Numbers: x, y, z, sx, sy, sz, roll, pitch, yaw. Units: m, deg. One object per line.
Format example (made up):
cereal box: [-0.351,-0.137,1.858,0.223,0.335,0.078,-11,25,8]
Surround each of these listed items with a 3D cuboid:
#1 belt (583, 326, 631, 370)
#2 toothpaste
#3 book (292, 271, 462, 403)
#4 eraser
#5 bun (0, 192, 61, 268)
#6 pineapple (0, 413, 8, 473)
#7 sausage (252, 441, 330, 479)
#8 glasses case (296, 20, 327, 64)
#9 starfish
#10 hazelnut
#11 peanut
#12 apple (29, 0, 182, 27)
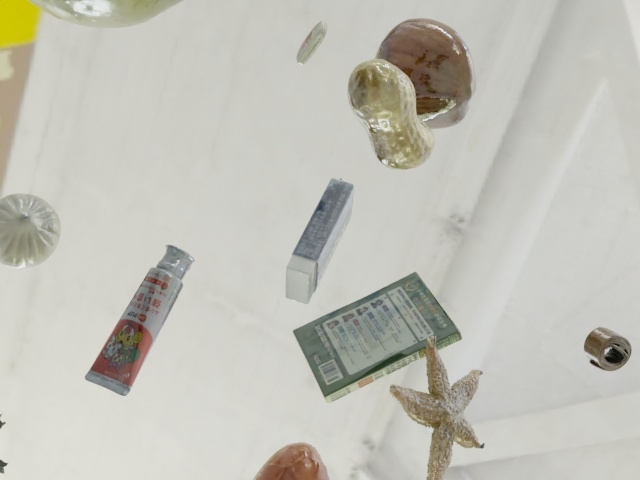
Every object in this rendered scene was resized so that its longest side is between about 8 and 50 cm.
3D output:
belt: [0.422,0.162,1.400,0.036,0.083,0.059,34,-84,49]
toothpaste: [-0.265,0.118,1.428,0.089,0.057,0.234,15,-111,32]
book: [0.097,0.171,1.723,0.027,0.264,0.202,67,-5,-34]
eraser: [0.000,0.000,1.598,0.046,0.213,0.092,18,-37,11]
bun: [-0.520,-0.024,1.667,0.094,0.138,0.138,-38,-119,58]
pineapple: [-0.638,0.340,1.611,0.364,0.165,0.166,-9,-98,59]
sausage: [-0.074,0.451,1.572,0.133,0.133,0.258,36,-79,44]
glasses case: [-0.015,-0.323,1.560,0.083,0.021,0.032,-49,-148,36]
starfish: [0.189,0.280,1.558,0.048,0.231,0.295,-14,-146,42]
hazelnut: [0.191,-0.309,1.801,0.210,0.186,0.210,179,-90,-83]
peanut: [0.106,-0.176,1.392,0.098,0.229,0.103,26,-111,38]
apple: [-0.259,-0.457,1.218,0.360,0.311,0.320,88,3,-71]
